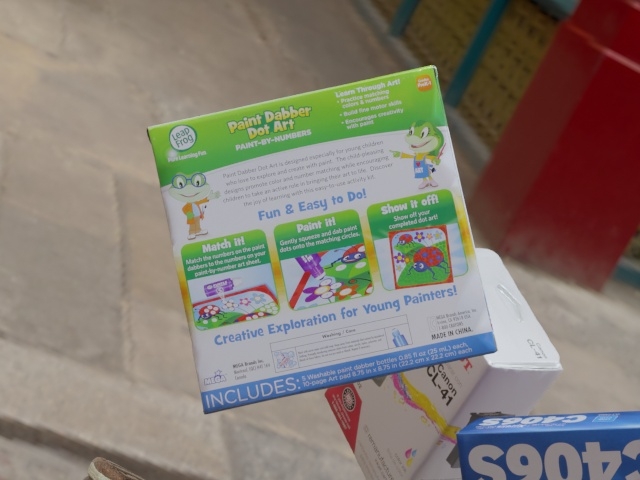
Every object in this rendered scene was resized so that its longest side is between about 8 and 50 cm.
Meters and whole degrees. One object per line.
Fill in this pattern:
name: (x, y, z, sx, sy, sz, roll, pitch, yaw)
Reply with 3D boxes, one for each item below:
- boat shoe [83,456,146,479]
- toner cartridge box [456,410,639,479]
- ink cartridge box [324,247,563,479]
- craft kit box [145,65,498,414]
boat shoe: (-0.176, 0.286, 1.324, 0.095, 0.095, 0.257, 35, -6, -29)
toner cartridge box: (0.321, 0.263, 1.452, 0.348, 0.165, 0.075, -7, 5, 27)
ink cartridge box: (0.155, 0.187, 1.874, 0.131, 0.306, 0.226, 2, 42, -32)
craft kit box: (0.000, 0.000, 1.176, 0.250, 0.246, 0.061, -11, -4, 2)
